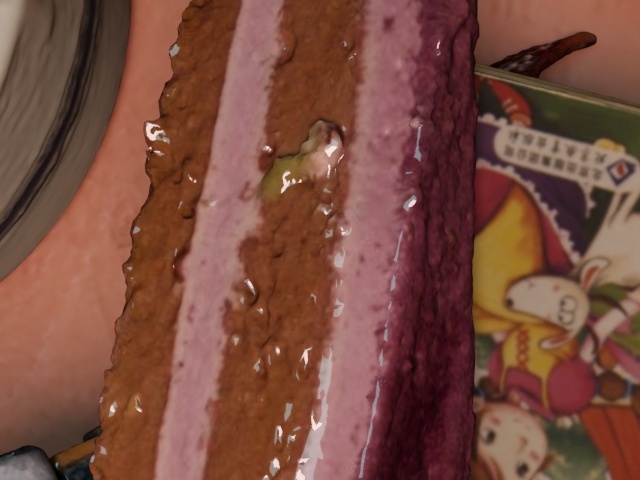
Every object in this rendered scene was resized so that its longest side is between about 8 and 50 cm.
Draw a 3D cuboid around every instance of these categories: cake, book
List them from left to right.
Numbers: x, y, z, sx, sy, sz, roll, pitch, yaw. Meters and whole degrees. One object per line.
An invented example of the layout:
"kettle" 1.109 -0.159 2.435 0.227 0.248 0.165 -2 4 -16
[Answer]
"cake" 0.000 0.000 0.563 0.116 0.113 0.295 3 83 30
"book" 0.063 0.102 0.580 0.228 0.018 0.322 18 103 30

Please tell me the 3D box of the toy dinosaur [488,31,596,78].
"toy dinosaur" 0.097 0.098 0.634 0.206 0.113 0.327 -41 71 29

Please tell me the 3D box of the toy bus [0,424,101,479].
"toy bus" -0.193 0.199 0.529 0.194 0.323 0.162 -31 83 44

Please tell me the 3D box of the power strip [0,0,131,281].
"power strip" -0.266 -0.113 0.642 0.357 0.161 0.357 0 88 8
